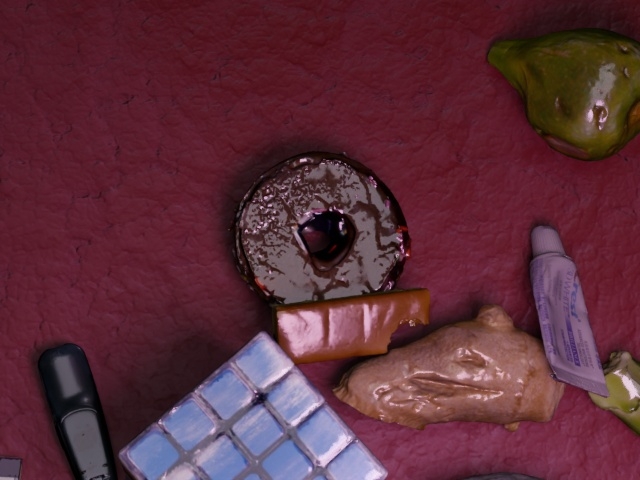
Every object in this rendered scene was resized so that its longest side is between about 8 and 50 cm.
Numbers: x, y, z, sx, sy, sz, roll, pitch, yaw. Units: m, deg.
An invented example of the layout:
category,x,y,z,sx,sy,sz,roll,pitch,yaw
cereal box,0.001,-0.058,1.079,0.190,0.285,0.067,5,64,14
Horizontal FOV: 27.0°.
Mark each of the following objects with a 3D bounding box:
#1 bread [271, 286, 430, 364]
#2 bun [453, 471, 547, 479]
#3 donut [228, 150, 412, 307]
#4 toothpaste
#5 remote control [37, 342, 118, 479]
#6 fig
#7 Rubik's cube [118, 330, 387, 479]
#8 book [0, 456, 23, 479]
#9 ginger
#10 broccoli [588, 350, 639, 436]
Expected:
category,x,y,z,sx,sy,sz,roll,pitch,yaw
bread,0.044,0.119,1.868,0.226,0.049,0.088,-5,97,-15
bun,0.261,0.486,1.789,0.362,0.211,0.362,1,76,-5
donut,0.000,0.000,1.957,0.269,0.103,0.270,1,77,-5
toothpaste,0.350,0.096,1.939,0.099,0.068,0.282,0,50,-9
remote control,-0.341,0.253,1.882,0.072,0.042,0.222,-17,77,-12
fig,0.372,-0.251,2.041,0.275,0.206,0.206,36,73,29
Rubik's cube,-0.094,0.312,1.781,0.259,0.253,0.256,-41,81,-13
book,-0.501,0.410,1.832,0.157,0.026,0.231,4,74,-5
ginger,0.190,0.197,1.906,0.354,0.126,0.190,-10,102,-10
broccoli,0.610,0.289,1.904,0.353,0.275,0.397,-10,54,-26
